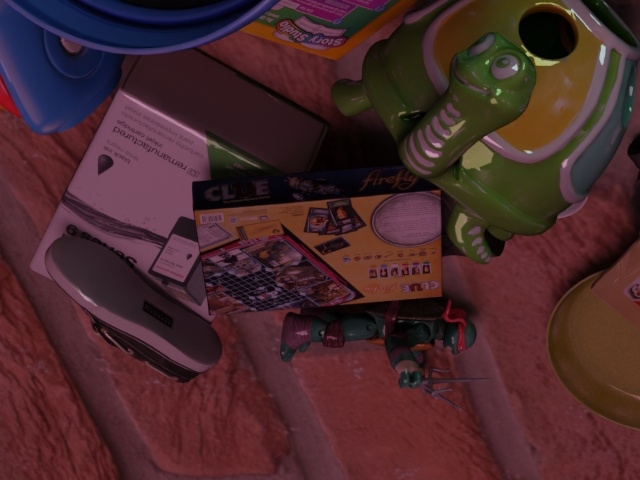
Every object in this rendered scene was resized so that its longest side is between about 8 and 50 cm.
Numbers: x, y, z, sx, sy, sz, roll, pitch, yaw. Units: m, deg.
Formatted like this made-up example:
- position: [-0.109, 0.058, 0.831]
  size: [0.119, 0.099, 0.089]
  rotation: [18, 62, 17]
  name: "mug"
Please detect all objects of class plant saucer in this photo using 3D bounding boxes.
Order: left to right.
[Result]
- position: [0.361, 0.107, 1.972]
  size: [0.241, 0.037, 0.241]
  rotation: [9, 131, 11]
  name: "plant saucer"

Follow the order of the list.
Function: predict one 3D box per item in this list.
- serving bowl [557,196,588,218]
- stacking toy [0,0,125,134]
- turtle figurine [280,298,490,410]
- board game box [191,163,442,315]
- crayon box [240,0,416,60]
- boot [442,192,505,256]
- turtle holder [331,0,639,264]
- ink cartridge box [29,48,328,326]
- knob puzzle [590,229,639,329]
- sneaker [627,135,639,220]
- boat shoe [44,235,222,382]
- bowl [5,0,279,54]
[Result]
- position: [0.233, -0.063, 1.881]
  size: [0.083, 0.027, 0.083]
  rotation: [9, 130, 11]
  name: "serving bowl"
- position: [-0.366, -0.201, 1.902]
  size: [0.302, 0.175, 0.165]
  rotation: [0, 126, 33]
  name: "stacking toy"
- position: [0.082, 0.112, 2.023]
  size: [0.234, 0.118, 0.175]
  rotation: [7, 171, 15]
  name: "turtle figurine"
- position: [0.000, 0.000, 1.864]
  size: [0.243, 0.042, 0.165]
  rotation: [-4, 138, 0]
  name: "board game box"
- position: [-0.032, -0.263, 1.670]
  size: [0.278, 0.081, 0.165]
  rotation: [12, 144, -45]
  name: "crayon box"
- position: [0.068, -0.029, 1.945]
  size: [0.208, 0.076, 0.189]
  rotation: [-8, 123, 32]
  name: "boot"
- position: [0.155, -0.142, 1.674]
  size: [0.227, 0.243, 0.320]
  rotation: [-43, 146, 18]
  name: "turtle holder"
- position: [-0.154, -0.045, 1.961]
  size: [0.211, 0.121, 0.289]
  rotation: [28, 131, -6]
  name: "ink cartridge box"
- position: [0.397, 0.035, 1.859]
  size: [0.213, 0.030, 0.213]
  rotation: [7, 123, 11]
  name: "knob puzzle"
- position: [0.368, -0.075, 1.814]
  size: [0.170, 0.051, 0.089]
  rotation: [-18, 121, 35]
  name: "sneaker"
- position: [-0.208, 0.080, 1.950]
  size: [0.219, 0.078, 0.070]
  rotation: [38, 130, -18]
  name: "boat shoe"
- position: [-0.141, -0.347, 1.490]
  size: [0.391, 0.077, 0.391]
  rotation: [5, 104, 22]
  name: "bowl"
